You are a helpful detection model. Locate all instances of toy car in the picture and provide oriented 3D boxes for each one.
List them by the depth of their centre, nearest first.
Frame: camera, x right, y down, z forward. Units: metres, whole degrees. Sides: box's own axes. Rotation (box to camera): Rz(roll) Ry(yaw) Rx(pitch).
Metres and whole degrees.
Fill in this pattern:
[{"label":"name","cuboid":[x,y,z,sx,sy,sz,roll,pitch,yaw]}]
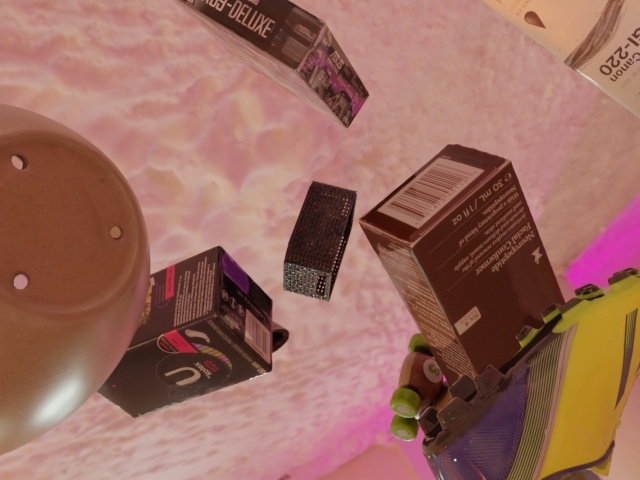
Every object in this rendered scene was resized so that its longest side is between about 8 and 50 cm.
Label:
[{"label":"toy car","cuboid":[0.233,0.277,1.205,0.149,0.188,0.155,85,23,-43]}]

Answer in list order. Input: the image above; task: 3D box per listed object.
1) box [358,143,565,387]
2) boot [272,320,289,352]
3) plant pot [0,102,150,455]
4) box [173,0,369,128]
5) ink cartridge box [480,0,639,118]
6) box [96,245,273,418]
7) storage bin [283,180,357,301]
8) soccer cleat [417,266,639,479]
[{"label":"box","cuboid":[0.233,0.071,1.008,0.191,0.143,0.381,-40,123,-13]},{"label":"boot","cuboid":[-0.193,0.167,1.313,0.189,0.208,0.076,-21,133,-35]},{"label":"plant pot","cuboid":[-0.236,0.013,0.493,0.190,0.284,0.284,-21,169,39]},{"label":"box","cuboid":[-0.069,-0.294,1.022,0.077,0.242,0.307,-57,164,4]},{"label":"ink cartridge box","cuboid":[0.266,-0.232,0.592,0.092,0.217,0.159,-54,179,-43]},{"label":"box","cuboid":[-0.227,0.149,1.058,0.270,0.143,0.165,-22,132,18]},{"label":"storage bin","cuboid":[0.000,0.000,1.173,0.084,0.180,0.122,13,144,6]},{"label":"soccer cleat","cuboid":[0.209,0.117,0.545,0.289,0.121,0.093,-32,170,-20]}]
